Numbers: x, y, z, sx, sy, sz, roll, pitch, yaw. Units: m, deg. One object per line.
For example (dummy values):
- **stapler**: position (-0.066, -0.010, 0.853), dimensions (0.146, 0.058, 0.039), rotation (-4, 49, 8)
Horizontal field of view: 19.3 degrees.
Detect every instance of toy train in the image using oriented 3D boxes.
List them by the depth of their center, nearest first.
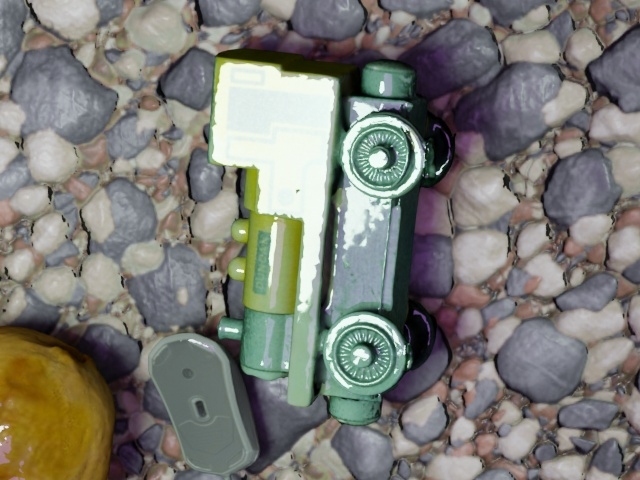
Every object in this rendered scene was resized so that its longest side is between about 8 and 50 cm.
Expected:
- **toy train**: position (0.000, 0.000, 1.851), dimensions (0.237, 0.150, 0.369), rotation (7, 102, 10)

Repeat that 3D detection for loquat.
- **loquat**: position (-0.317, 0.199, 1.878), dimensions (0.238, 0.193, 0.238), rotation (-1, 106, -2)

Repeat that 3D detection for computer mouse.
- **computer mouse**: position (-0.113, 0.168, 1.929), dimensions (0.089, 0.056, 0.181), rotation (-10, 110, 21)
